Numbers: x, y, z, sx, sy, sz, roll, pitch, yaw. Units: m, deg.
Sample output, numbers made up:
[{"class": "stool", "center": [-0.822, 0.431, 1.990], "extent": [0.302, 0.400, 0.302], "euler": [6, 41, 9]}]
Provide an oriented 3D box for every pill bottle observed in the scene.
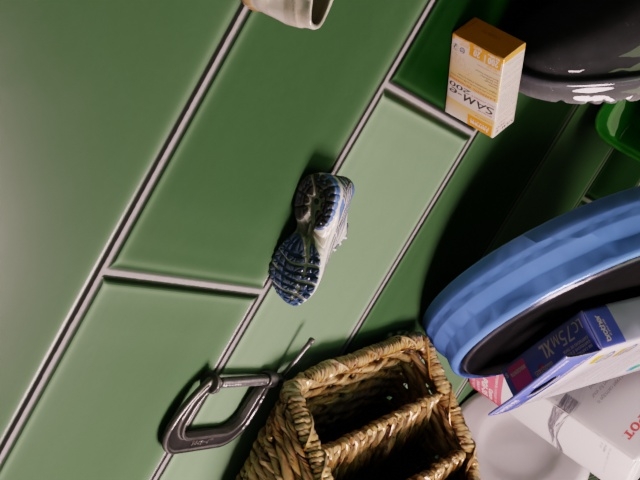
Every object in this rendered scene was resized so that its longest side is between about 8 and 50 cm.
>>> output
[{"class": "pill bottle", "center": [0.317, 0.424, 1.668], "extent": [0.224, 0.224, 0.392], "euler": [-41, 149, -23]}]

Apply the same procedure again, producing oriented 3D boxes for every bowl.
[{"class": "bowl", "center": [0.321, 0.061, 1.247], "extent": [0.391, 0.077, 0.391], "euler": [-20, 158, -8]}]

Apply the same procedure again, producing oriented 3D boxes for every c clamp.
[{"class": "c clamp", "center": [-0.087, 0.152, 0.984], "extent": [0.160, 0.022, 0.137], "euler": [0, 126, -58]}]

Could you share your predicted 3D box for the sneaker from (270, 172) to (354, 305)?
[{"class": "sneaker", "center": [0.000, 0.000, 0.916], "extent": [0.058, 0.052, 0.135], "euler": [-17, 135, -54]}]

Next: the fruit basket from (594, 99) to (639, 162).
[{"class": "fruit basket", "center": [0.519, -0.241, 1.243], "extent": [0.392, 0.283, 0.392], "euler": [-53, 168, -17]}]

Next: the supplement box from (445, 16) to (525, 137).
[{"class": "supplement box", "center": [0.157, -0.156, 0.969], "extent": [0.036, 0.062, 0.098], "euler": [-39, 147, -28]}]

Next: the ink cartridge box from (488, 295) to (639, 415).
[{"class": "ink cartridge box", "center": [0.363, 0.129, 1.259], "extent": [0.311, 0.065, 0.186], "euler": [-12, 157, -30]}]

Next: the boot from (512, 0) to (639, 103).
[{"class": "boot", "center": [0.341, -0.364, 0.901], "extent": [0.367, 0.146, 0.445], "euler": [-12, 129, -6]}]

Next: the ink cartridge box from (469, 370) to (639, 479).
[{"class": "ink cartridge box", "center": [0.392, 0.202, 1.475], "extent": [0.207, 0.283, 0.117], "euler": [-39, 147, -25]}]

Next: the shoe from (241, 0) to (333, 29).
[{"class": "shoe", "center": [0.018, -0.244, 0.667], "extent": [0.076, 0.058, 0.219], "euler": [-1, 122, -56]}]

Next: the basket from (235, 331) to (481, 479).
[{"class": "basket", "center": [0.070, 0.266, 1.126], "extent": [0.299, 0.213, 0.223], "euler": [-8, 131, -55]}]
